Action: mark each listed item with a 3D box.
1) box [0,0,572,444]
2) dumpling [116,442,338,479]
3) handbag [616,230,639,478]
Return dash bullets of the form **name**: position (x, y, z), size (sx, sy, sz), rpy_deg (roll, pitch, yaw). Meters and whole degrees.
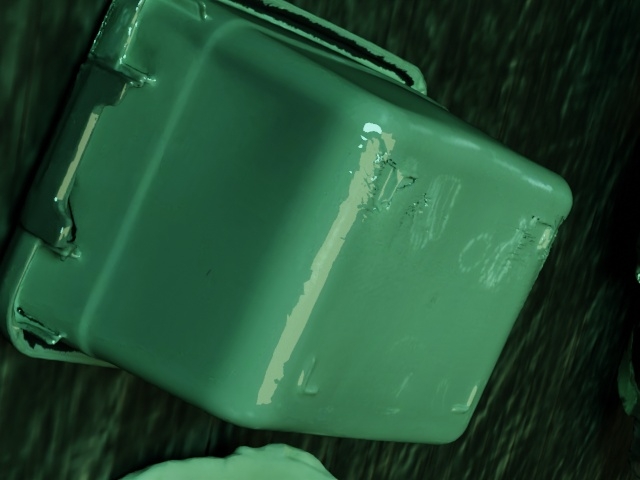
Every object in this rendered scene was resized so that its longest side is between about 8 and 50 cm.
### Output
- **box**: position (0.000, 0.000, 0.535), size (0.172, 0.093, 0.124), rpy_deg (13, 102, -58)
- **dumpling**: position (-0.054, 0.160, 0.581), size (0.155, 0.181, 0.111), rpy_deg (12, 144, -29)
- **handbag**: position (0.241, -0.005, 0.861), size (0.235, 0.127, 0.213), rpy_deg (-33, 138, -21)
